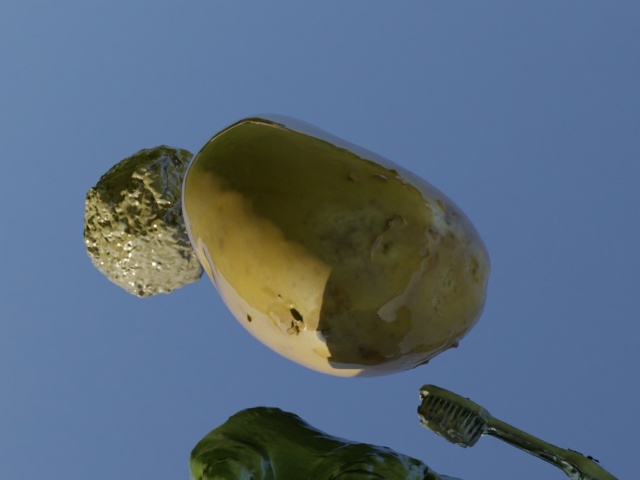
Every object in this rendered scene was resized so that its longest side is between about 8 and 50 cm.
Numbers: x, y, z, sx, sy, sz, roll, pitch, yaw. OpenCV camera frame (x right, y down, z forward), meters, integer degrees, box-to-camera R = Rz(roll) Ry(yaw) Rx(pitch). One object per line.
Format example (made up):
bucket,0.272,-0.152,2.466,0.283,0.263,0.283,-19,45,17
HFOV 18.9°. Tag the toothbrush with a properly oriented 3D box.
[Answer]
toothbrush,0.190,0.162,1.197,0.294,0.026,0.028,25,-125,13

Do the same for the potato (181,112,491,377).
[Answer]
potato,0.000,0.000,1.142,0.146,0.150,0.234,-34,-150,-17

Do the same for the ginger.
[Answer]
ginger,0.068,0.156,0.990,0.290,0.137,0.089,20,-115,10

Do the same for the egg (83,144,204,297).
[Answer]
egg,-0.136,-0.017,1.585,0.116,0.118,0.140,40,-53,26
